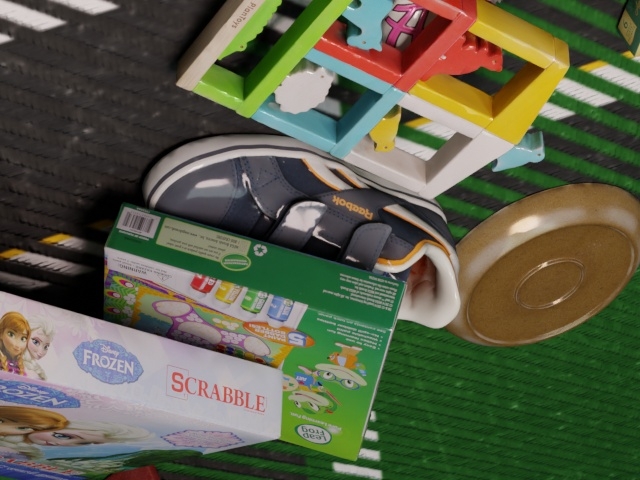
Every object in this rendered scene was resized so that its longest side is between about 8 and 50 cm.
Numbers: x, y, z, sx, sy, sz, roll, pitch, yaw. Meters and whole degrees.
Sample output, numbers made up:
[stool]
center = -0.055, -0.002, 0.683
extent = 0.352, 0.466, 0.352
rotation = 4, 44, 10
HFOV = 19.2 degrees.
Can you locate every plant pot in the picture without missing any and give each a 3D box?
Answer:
[plant pot]
center = 0.225, 0.035, 1.892
extent = 0.236, 0.032, 0.236
rotation = -15, 142, -12

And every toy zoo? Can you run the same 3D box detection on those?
[toy zoo]
center = 0.059, -0.130, 1.495
extent = 0.293, 0.030, 0.192
rotation = 23, 136, -23

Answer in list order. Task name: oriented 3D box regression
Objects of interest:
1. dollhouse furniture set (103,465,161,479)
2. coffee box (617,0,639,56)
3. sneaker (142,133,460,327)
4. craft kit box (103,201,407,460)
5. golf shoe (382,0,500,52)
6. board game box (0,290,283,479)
[dollhouse furniture set]
center = -0.116, 0.413, 1.894
extent = 0.152, 0.374, 0.201
rotation = -41, 139, 15
[coffee box]
center = 0.357, -0.218, 1.639
extent = 0.184, 0.040, 0.113
rotation = -8, 141, -21
[sneaker]
center = 0.000, 0.000, 1.647
extent = 0.321, 0.127, 0.126
rotation = 11, 133, -36
[craft kit box]
center = -0.066, 0.084, 1.645
extent = 0.249, 0.061, 0.247
rotation = 16, 150, 4
[golf shoe]
center = 0.084, -0.199, 1.506
extent = 0.086, 0.067, 0.186
rotation = 47, 126, -9
[board game box]
center = -0.253, 0.134, 1.606
extent = 0.318, 0.066, 0.318
rotation = -17, 154, 42
